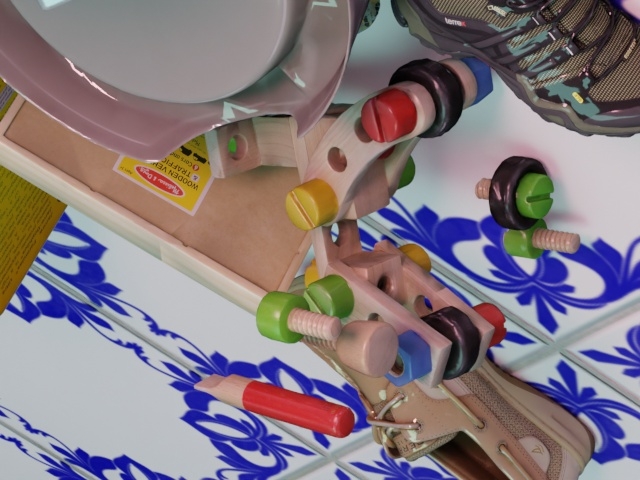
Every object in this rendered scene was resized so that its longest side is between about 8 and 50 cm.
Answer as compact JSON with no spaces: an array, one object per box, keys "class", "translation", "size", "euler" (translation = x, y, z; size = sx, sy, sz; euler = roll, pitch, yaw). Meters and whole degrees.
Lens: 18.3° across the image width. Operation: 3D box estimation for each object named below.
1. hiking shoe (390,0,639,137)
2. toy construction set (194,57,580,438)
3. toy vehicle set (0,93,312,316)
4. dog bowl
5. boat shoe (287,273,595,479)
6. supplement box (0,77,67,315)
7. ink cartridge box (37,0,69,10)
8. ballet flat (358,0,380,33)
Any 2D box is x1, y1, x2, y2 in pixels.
[{"class":"hiking shoe","translation":[0.152,-0.147,1.331],"size":[0.226,0.086,0.114],"euler":[24,156,9]},{"class":"toy construction set","translation":[0.000,0.000,1.519],"size":[0.237,0.309,0.257],"euler":[11,141,38]},{"class":"toy vehicle set","translation":[-0.118,-0.072,1.618],"size":[0.267,0.166,0.035],"euler":[31,153,-6]},{"class":"dog bowl","translation":[-0.116,-0.216,1.362],"size":[0.348,0.102,0.349],"euler":[18,135,19]},{"class":"boat shoe","translation":[0.102,0.151,1.860],"size":[0.341,0.110,0.121],"euler":[32,152,-9]},{"class":"supplement box","translation":[-0.337,-0.124,1.697],"size":[0.194,0.195,0.356],"euler":[21,151,13]},{"class":"ink cartridge box","translation":[-0.048,-0.285,1.152],"size":[0.371,0.069,0.176],"euler":[-21,102,27]},{"class":"ballet flat","translation":[-0.049,-0.192,1.453],"size":[0.188,0.070,0.070],"euler":[13,149,24]}]
